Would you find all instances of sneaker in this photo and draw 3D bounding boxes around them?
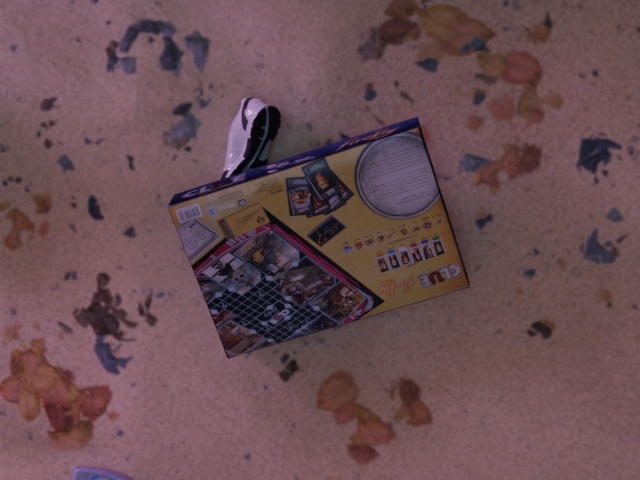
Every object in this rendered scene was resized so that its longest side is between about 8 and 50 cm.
[{"bbox_3d":[-0.072,-0.087,1.076,0.044,0.040,0.109,43,116,44],"label":"sneaker"}]

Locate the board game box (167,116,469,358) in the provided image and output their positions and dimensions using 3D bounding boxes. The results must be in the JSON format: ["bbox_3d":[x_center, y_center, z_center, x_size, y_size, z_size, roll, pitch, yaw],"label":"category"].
[{"bbox_3d":[0.000,0.000,1.052,0.243,0.042,0.165,-17,107,8],"label":"board game box"}]

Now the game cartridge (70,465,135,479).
[{"bbox_3d":[-0.217,0.262,1.138,0.083,0.017,0.056,17,94,5],"label":"game cartridge"}]
